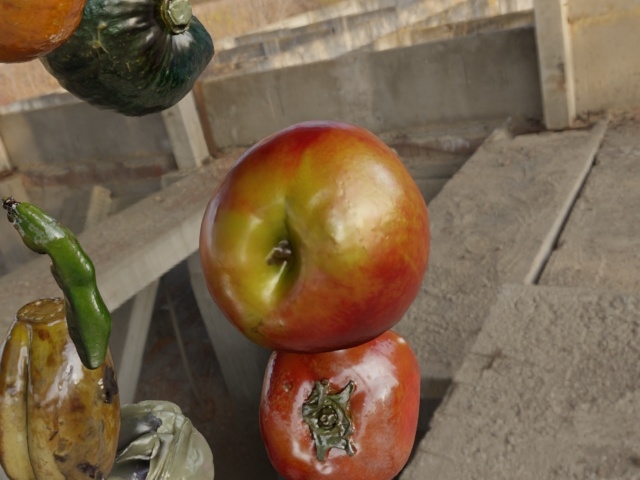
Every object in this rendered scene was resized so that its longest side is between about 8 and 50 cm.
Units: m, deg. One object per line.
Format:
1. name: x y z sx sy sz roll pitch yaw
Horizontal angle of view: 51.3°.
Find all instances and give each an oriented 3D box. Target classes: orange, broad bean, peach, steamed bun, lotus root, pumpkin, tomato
1. orange: -0.355 -0.314 0.754 0.224 0.224 0.170 -2 9 28
2. broad bean: -0.232 0.043 0.625 0.061 0.195 0.046 4 35 36
3. peach: 0.000 0.000 1.067 0.388 0.388 0.388 -12 21 5
4. steamed bun: -0.414 0.495 1.504 0.319 0.206 0.275 -7 62 9
5. lotus root: -0.380 0.231 0.969 0.193 0.291 0.193 0 6 0
6. pumpkin: -0.334 -0.316 1.080 0.263 0.293 0.197 14 71 44
7. tomato: 0.044 0.309 1.274 0.292 0.325 0.290 -4 -4 11
